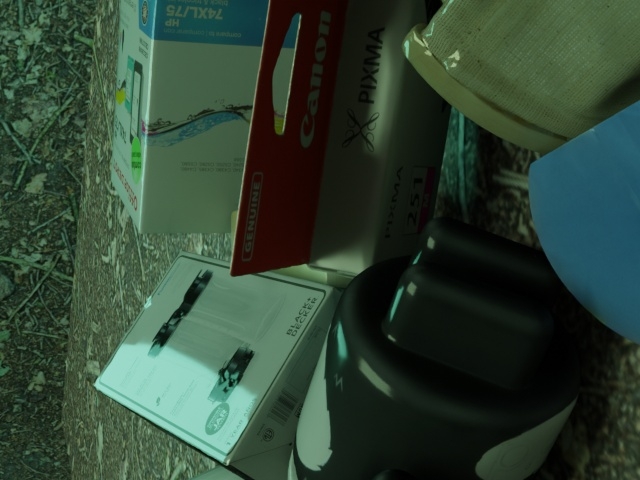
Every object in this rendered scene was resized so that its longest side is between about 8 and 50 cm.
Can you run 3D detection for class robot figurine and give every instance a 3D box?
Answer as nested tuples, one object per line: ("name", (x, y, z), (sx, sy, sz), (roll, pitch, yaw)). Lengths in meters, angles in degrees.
("robot figurine", (0.072, 0.122, 0.719), (0.173, 0.209, 0.278), (48, 136, 36))

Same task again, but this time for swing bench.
("swing bench", (0.147, -0.209, 0.542), (0.253, 0.165, 0.255), (130, 135, -57))

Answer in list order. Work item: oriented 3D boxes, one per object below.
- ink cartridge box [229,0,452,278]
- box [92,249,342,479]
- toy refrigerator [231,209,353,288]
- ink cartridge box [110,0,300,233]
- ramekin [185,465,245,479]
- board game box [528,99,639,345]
("ink cartridge box", (0.034, -0.108, 0.732), (0.060, 0.239, 0.275), (11, 97, 22))
("box", (-0.079, 0.112, 0.933), (0.290, 0.087, 0.169), (8, 63, 56))
("toy refrigerator", (0.000, 0.000, 0.995), (0.269, 0.102, 0.094), (174, 95, -69))
("ink cartridge box", (-0.118, -0.163, 1.153), (0.198, 0.197, 0.270), (-135, 48, -60))
("ramekin", (-0.055, 0.332, 0.947), (0.277, 0.135, 0.277), (61, -177, -5))
("board game box", (0.197, -0.013, 0.575), (0.133, 0.033, 0.168), (58, 146, 2))
